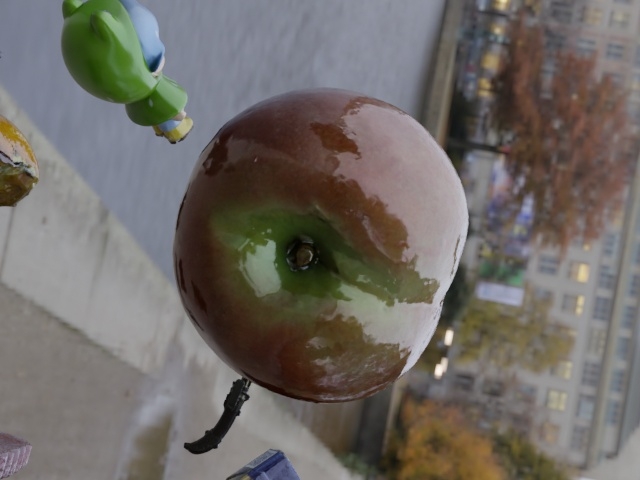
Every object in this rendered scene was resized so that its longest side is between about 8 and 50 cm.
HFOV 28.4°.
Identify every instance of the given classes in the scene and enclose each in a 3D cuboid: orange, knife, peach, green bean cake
[{"bbox_3d":[-0.455,-0.116,1.691,0.170,0.160,0.112,-27,-121,58],"label":"orange"},{"bbox_3d":[-0.128,0.239,1.839,0.222,0.045,0.021,-52,159,20],"label":"knife"},{"bbox_3d":[0.000,0.000,1.022,0.252,0.252,0.253,10,90,-85],"label":"peach"},{"bbox_3d":[-0.538,0.331,1.982,0.135,0.135,0.056,3,106,-79],"label":"green bean cake"}]

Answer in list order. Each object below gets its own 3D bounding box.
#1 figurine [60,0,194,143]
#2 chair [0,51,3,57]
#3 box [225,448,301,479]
[{"bbox_3d":[-0.275,-0.245,1.829,0.143,0.162,0.263,-43,134,-10],"label":"figurine"},{"bbox_3d":[-0.403,-0.324,1.304,0.166,0.272,0.188,-53,144,-31],"label":"chair"},{"bbox_3d":[-0.110,0.377,1.452,0.168,0.259,0.071,60,-21,-3],"label":"box"}]
